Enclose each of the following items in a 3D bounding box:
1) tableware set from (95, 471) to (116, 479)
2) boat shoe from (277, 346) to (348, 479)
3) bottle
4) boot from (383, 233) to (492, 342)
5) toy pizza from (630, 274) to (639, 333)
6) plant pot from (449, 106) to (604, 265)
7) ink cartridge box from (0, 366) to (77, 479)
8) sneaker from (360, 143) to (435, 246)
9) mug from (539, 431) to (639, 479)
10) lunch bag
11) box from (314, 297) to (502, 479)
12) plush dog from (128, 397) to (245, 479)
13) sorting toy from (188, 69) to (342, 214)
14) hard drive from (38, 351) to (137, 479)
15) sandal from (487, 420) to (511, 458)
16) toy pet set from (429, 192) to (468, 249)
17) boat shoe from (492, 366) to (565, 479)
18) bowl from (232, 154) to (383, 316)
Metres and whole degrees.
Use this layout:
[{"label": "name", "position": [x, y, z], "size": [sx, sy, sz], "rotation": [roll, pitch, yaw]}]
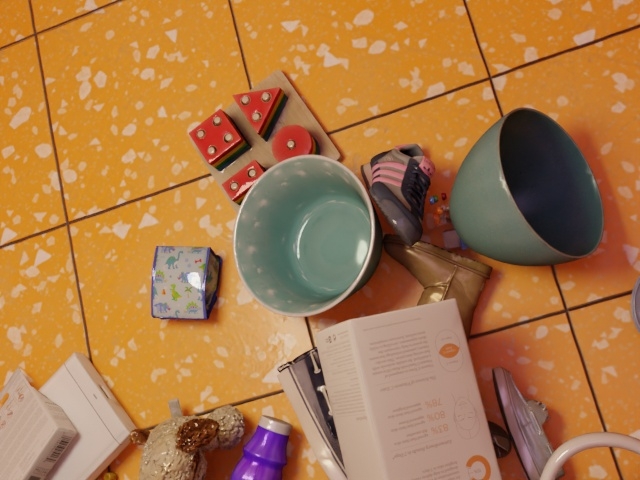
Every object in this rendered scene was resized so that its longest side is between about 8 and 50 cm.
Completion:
[{"label": "tableware set", "position": [-0.478, 0.448, 1.826], "size": [0.104, 0.024, 0.154], "rotation": [-35, 66, 11]}, {"label": "boat shoe", "position": [0.053, 0.334, 1.622], "size": [0.158, 0.127, 0.341], "rotation": [-34, 58, 3]}, {"label": "bottle", "position": [-0.130, 0.484, 1.670], "size": [0.092, 0.118, 0.283], "rotation": [17, 84, 19]}, {"label": "boot", "position": [0.188, 0.141, 1.668], "size": [0.236, 0.089, 0.270], "rotation": [20, 86, 20]}, {"label": "toy pizza", "position": [0.669, 0.121, 1.562], "size": [0.201, 0.032, 0.201], "rotation": [-3, 78, 14]}, {"label": "plant pot", "position": [0.355, -0.071, 1.592], "size": [0.195, 0.290, 0.290], "rotation": [-30, 68, 45]}, {"label": "ink cartridge box", "position": [-0.628, 0.409, 1.817], "size": [0.189, 0.066, 0.232], "rotation": [-55, 43, 2]}, {"label": "sneaker", "position": [0.162, -0.105, 1.631], "size": [0.131, 0.112, 0.319], "rotation": [-33, 28, 9]}, {"label": "mug", "position": [0.458, 0.496, 1.386], "size": [0.327, 0.276, 0.374], "rotation": [5, 92, 11]}, {"label": "lunch bag", "position": [-0.285, 0.093, 1.811], "size": [0.128, 0.096, 0.151], "rotation": [0, 69, 16]}, {"label": "box", "position": [0.150, 0.297, 1.491], "size": [0.214, 0.168, 0.346], "rotation": [-9, 80, -24]}, {"label": "plush dog", "position": [-0.280, 0.421, 1.646], "size": [0.210, 0.225, 0.263], "rotation": [25, 85, -2]}, {"label": "sorting toy", "position": [-0.130, -0.207, 1.833], "size": [0.255, 0.089, 0.257], "rotation": [-36, 71, 6]}, {"label": "hard drive", "position": [-0.572, 0.444, 1.826], "size": [0.353, 0.047, 0.233], "rotation": [-46, 65, 7]}, {"label": "sandal", "position": [0.268, 0.376, 1.615], "size": [0.180, 0.049, 0.072], "rotation": [-5, 68, 17]}, {"label": "toy pet set", "position": [0.266, -0.040, 1.670], "size": [0.065, 0.122, 0.114], "rotation": [-10, 95, 21]}, {"label": "boat shoe", "position": [0.384, 0.335, 1.581], "size": [0.081, 0.079, 0.228], "rotation": [-20, 78, 2]}, {"label": "bowl", "position": [0.000, 0.000, 1.695], "size": [0.311, 0.163, 0.312], "rotation": [-5, 80, 29]}]
